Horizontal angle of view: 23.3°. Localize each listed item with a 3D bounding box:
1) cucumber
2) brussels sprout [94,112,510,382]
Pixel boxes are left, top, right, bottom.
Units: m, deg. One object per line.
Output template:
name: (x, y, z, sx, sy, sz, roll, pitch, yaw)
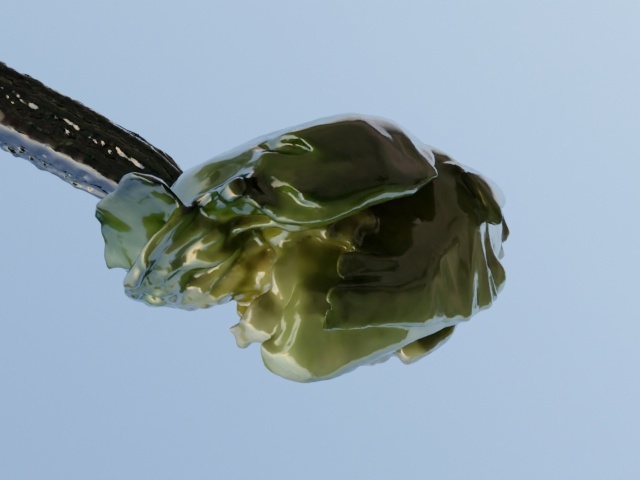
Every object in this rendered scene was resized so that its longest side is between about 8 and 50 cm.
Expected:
cucumber: (-0.224, -0.089, 1.325, 0.265, 0.077, 0.077, 27, -134, -4)
brussels sprout: (0.000, -0.003, 0.624, 0.181, 0.139, 0.100, -22, -73, -43)
